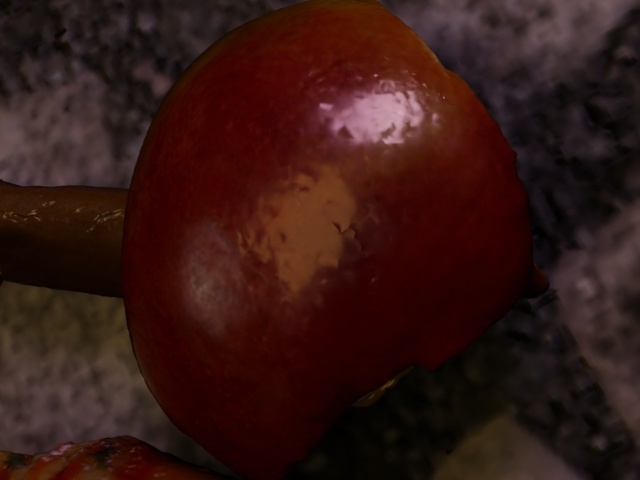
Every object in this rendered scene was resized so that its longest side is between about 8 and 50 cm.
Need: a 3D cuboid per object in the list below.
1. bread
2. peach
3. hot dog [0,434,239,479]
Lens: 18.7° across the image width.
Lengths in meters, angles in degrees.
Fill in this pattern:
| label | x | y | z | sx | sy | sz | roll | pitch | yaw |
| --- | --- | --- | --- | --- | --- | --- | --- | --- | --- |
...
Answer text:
| label | x | y | z | sx | sy | sz | roll | pitch | yaw |
| --- | --- | --- | --- | --- | --- | --- | --- | --- | --- |
| bread | -0.088 | -0.002 | 0.672 | 0.083 | 0.047 | 0.036 | 6 | 62 | 22 |
| peach | -0.007 | -0.002 | 0.606 | 0.118 | 0.151 | 0.151 | -20 | 79 | -23 |
| hot dog | -0.083 | 0.144 | 0.618 | 0.257 | 0.150 | 0.153 | -7 | 97 | 24 |
